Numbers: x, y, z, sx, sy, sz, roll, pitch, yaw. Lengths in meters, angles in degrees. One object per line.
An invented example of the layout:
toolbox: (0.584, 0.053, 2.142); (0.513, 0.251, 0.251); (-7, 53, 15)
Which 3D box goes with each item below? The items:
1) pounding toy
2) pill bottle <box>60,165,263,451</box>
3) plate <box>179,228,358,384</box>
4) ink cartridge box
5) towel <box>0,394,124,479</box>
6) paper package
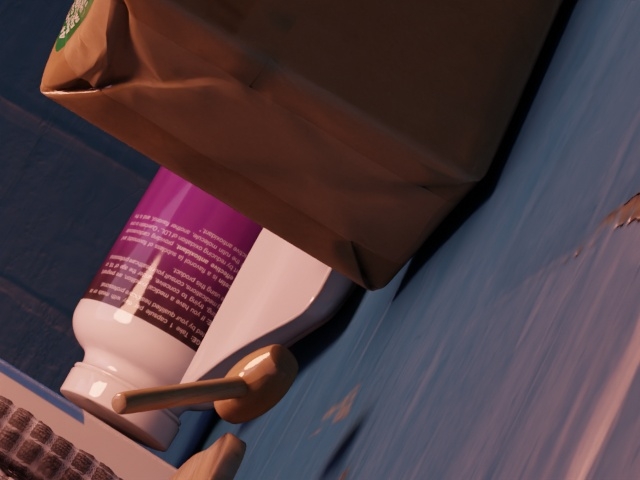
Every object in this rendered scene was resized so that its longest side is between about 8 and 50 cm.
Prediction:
pounding toy: (-0.101, 0.186, 1.215); (0.154, 0.155, 0.269); (-47, 12, 40)
pill bottle: (-0.131, 0.045, 1.996); (0.323, 0.181, 0.181); (-60, 6, -15)
plate: (0.000, 0.000, 1.712); (0.278, 0.045, 0.277); (-35, 22, 57)
ink cartridge box: (-0.282, 0.223, 1.848); (0.166, 0.285, 0.395); (-58, 7, -10)
towel: (-0.220, 0.250, 1.490); (0.121, 0.235, 0.283); (-59, 6, -37)
paper package: (0.006, -0.182, 1.430); (0.168, 0.309, 0.325); (-51, 11, 53)
